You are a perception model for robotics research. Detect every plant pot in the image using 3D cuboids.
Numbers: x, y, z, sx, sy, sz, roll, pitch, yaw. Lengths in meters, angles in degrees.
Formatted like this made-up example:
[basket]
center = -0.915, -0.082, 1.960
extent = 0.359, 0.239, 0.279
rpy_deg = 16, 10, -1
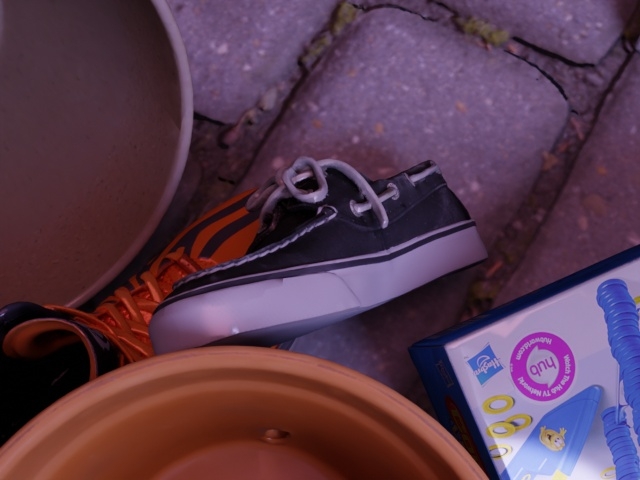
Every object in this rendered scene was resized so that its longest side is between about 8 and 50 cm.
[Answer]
[plant pot]
center = -0.045, 0.207, 0.527
extent = 0.291, 0.203, 0.290
rpy_deg = 0, 81, -3

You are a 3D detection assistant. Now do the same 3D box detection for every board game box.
[board game box]
center = 0.256, 0.143, 0.593
extent = 0.308, 0.086, 0.302
rpy_deg = -23, 87, -10

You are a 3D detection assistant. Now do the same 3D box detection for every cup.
[cup]
center = -0.283, -0.117, 0.661
extent = 0.331, 0.331, 0.237
rpy_deg = -27, 41, -12

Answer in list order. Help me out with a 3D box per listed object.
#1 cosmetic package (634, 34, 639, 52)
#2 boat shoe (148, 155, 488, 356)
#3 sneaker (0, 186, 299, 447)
[cosmetic package]
center = 0.378, -0.274, 0.676
extent = 0.155, 0.365, 0.197
rpy_deg = 27, 68, 11
[boat shoe]
center = 0.003, -0.001, 0.613
extent = 0.306, 0.113, 0.105
rpy_deg = -17, 83, -47
[sneaker]
center = -0.110, 0.065, 0.624
extent = 0.125, 0.180, 0.321
rpy_deg = 35, 70, 14
